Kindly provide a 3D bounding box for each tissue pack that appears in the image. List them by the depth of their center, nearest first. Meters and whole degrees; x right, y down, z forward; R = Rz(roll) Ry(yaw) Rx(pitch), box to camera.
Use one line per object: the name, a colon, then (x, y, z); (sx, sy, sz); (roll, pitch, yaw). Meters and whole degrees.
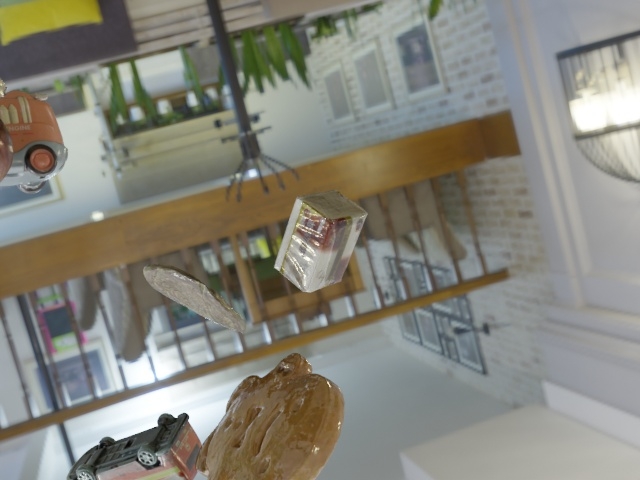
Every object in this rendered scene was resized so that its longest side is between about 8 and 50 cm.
tissue pack: (0.001, 0.000, 1.550); (0.099, 0.148, 0.106); (37, -147, 31)

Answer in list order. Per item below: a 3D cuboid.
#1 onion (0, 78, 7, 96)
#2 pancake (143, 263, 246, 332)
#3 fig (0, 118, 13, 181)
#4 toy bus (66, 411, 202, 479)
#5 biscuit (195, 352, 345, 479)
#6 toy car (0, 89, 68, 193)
onion: (-0.737, -0.388, 1.567); (0.273, 0.256, 0.230); (-7, 167, 17)
pancake: (-0.260, 0.119, 1.828); (0.250, 0.250, 0.031); (-3, -128, 61)
fig: (-0.600, -0.128, 1.457); (0.175, 0.175, 0.207); (-20, 147, -41)
toy bus: (-0.349, 0.428, 1.680); (0.265, 0.119, 0.121); (-23, -162, 23)
biscuit: (-0.086, 0.293, 1.338); (0.275, 0.052, 0.355); (-59, -160, -16)
toy car: (-0.681, -0.213, 1.871); (0.271, 0.212, 0.181); (-9, 174, -27)
